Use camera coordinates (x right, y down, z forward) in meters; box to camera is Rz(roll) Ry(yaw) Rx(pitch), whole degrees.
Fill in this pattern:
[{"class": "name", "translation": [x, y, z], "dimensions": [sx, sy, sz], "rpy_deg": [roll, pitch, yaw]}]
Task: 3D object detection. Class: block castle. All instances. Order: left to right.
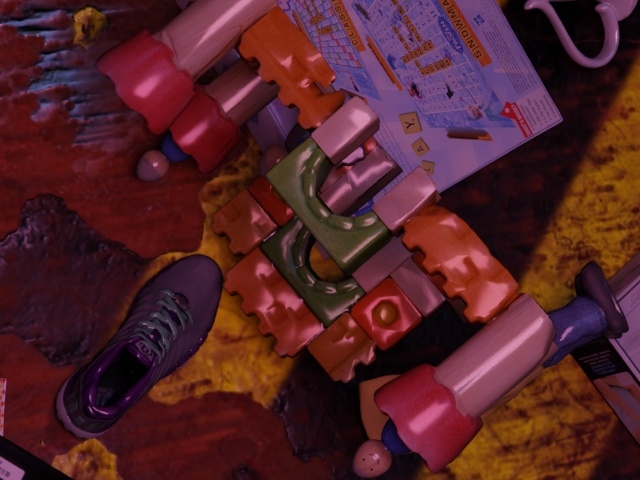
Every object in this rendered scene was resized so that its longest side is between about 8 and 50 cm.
[{"class": "block castle", "translation": [0.000, 0.000, 1.430], "dimensions": [0.213, 0.303, 0.453], "rpy_deg": [-40, 81, 1]}]

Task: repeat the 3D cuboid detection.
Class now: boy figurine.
[{"class": "boy figurine", "translation": [0.172, 0.128, 1.623], "dimensions": [0.285, 0.177, 0.092], "rpy_deg": [-27, 80, 1]}]

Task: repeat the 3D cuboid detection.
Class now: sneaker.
[{"class": "sneaker", "translation": [-0.156, 0.098, 1.511], "dimensions": [0.083, 0.098, 0.224], "rpy_deg": [42, 65, -10]}]

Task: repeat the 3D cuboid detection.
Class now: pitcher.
[{"class": "pitcher", "translation": [0.275, -0.301, 1.797], "dimensions": [0.207, 0.125, 0.178], "rpy_deg": [15, 87, -32]}]

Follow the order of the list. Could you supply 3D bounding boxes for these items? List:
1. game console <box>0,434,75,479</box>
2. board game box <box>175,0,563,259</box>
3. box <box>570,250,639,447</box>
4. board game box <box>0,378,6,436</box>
[{"class": "game console", "translation": [-0.359, 0.297, 1.324], "dimensions": [0.386, 0.060, 0.342], "rpy_deg": [35, 50, -19]}, {"class": "board game box", "translation": [0.057, -0.191, 1.694], "dimensions": [0.318, 0.066, 0.319], "rpy_deg": [-30, 91, -27]}, {"class": "box", "translation": [0.415, 0.159, 1.756], "dimensions": [0.169, 0.087, 0.290], "rpy_deg": [-38, 94, -26]}, {"class": "board game box", "translation": [-0.383, 0.193, 1.417], "dimensions": [0.193, 0.045, 0.147], "rpy_deg": [6, 75, -23]}]
